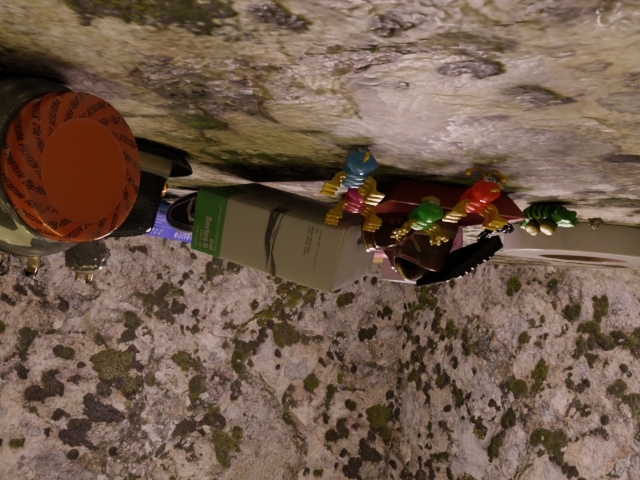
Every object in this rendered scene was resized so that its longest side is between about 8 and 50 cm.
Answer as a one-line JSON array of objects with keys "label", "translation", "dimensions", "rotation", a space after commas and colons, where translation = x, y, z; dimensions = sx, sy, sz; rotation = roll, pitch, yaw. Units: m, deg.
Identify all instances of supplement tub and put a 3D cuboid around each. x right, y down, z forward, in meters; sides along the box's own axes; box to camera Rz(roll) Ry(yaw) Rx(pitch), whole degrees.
[{"label": "supplement tub", "translation": [-0.373, -0.082, 0.688], "dimensions": [0.316, 0.193, 0.194], "rotation": [3, 176, 27]}]

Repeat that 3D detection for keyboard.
[{"label": "keyboard", "translation": [0.294, 0.030, 1.210], "dimensions": [0.202, 0.033, 0.317], "rotation": [-39, 177, -5]}]

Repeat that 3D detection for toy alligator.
[{"label": "toy alligator", "translation": [0.436, -0.047, 1.140], "dimensions": [0.051, 0.056, 0.190], "rotation": [50, 160, -17]}]

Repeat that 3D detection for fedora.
[{"label": "fedora", "translation": [-0.389, -0.083, 1.020], "dimensions": [0.334, 0.152, 0.334], "rotation": [6, 177, 0]}]

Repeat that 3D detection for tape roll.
[{"label": "tape roll", "translation": [0.661, 0.012, 1.544], "dimensions": [0.392, 0.071, 0.392], "rotation": [5, 176, 0]}]

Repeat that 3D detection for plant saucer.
[{"label": "plant saucer", "translation": [0.210, -0.068, 1.159], "dimensions": [0.259, 0.047, 0.259], "rotation": [6, 177, -13]}]

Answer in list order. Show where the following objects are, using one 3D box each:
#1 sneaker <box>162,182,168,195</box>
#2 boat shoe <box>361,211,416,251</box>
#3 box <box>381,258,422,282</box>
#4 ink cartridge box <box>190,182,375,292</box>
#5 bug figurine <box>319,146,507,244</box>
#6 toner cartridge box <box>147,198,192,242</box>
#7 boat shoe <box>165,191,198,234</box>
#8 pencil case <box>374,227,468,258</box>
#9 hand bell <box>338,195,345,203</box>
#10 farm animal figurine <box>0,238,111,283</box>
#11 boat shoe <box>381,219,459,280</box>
[{"label": "sneaker", "translation": [-0.373, -0.108, 1.345], "dimensions": [0.068, 0.064, 0.175], "rotation": [-6, -175, -23]}, {"label": "boat shoe", "translation": [0.124, -0.022, 1.076], "dimensions": [0.060, 0.064, 0.178], "rotation": [-8, -174, 29]}, {"label": "box", "translation": [0.250, 0.036, 1.762], "dimensions": [0.091, 0.170, 0.130], "rotation": [3, 175, 35]}, {"label": "ink cartridge box", "translation": [-0.058, -0.014, 1.131], "dimensions": [0.289, 0.121, 0.211], "rotation": [17, -166, 22]}, {"label": "bug figurine", "translation": [0.127, -0.066, 0.921], "dimensions": [0.279, 0.072, 0.216], "rotation": [11, 161, -14]}, {"label": "toner cartridge box", "translation": [-0.452, -0.070, 1.586], "dimensions": [0.165, 0.075, 0.348], "rotation": [26, -178, 15]}, {"label": "boat shoe", "translation": [-0.261, -0.070, 1.422], "dimensions": [0.301, 0.108, 0.102], "rotation": [1, 175, 30]}, {"label": "pencil case", "translation": [0.237, -0.005, 1.619], "dimensions": [0.284, 0.124, 0.124], "rotation": [2, 175, 38]}, {"label": "hand bell", "translation": [0.054, -0.054, 1.395], "dimensions": [0.126, 0.126, 0.242], "rotation": [6, 165, -3]}, {"label": "farm animal figurine", "translation": [-0.600, -0.076, 1.241], "dimensions": [0.331, 0.172, 0.326], "rotation": [8, -143, -28]}, {"label": "boat shoe", "translation": [0.182, 0.023, 1.286], "dimensions": [0.123, 0.123, 0.342], "rotation": [7, 176, -16]}]
